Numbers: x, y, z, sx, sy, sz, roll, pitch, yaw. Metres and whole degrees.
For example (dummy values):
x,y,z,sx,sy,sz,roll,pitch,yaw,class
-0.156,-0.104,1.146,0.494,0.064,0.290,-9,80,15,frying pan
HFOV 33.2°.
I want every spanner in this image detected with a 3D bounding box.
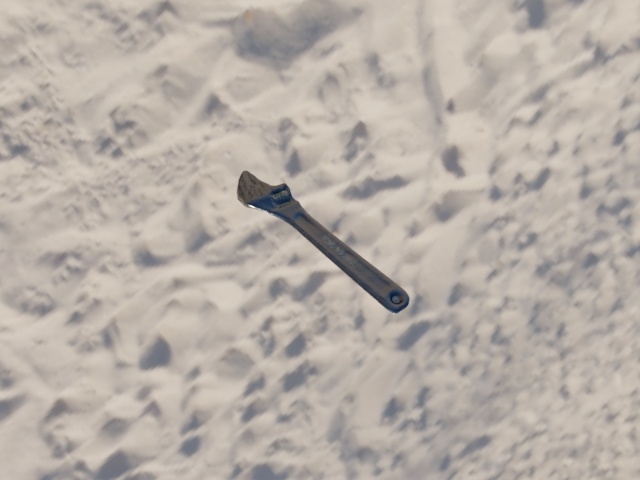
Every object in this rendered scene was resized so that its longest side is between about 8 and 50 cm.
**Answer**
x,y,z,sx,sy,sz,roll,pitch,yaw,class
0.000,0.000,1.027,0.046,0.208,0.012,-44,167,-25,spanner
